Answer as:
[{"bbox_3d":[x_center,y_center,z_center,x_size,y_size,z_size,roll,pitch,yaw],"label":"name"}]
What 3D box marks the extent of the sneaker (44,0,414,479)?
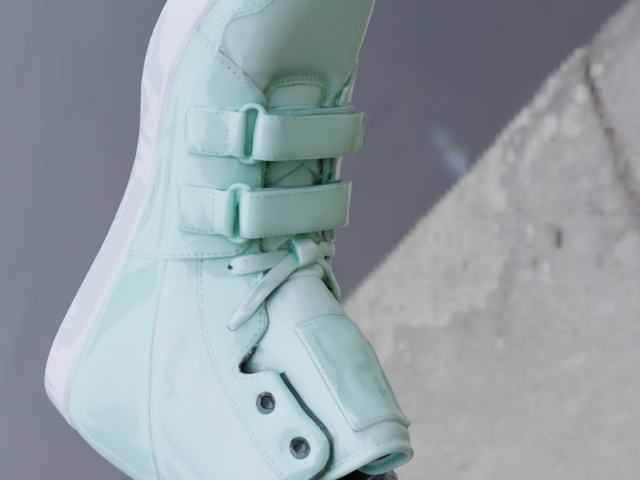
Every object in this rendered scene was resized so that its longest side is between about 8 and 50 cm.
[{"bbox_3d":[0.000,0.000,0.683,0.151,0.094,0.256,38,120,30],"label":"sneaker"}]
